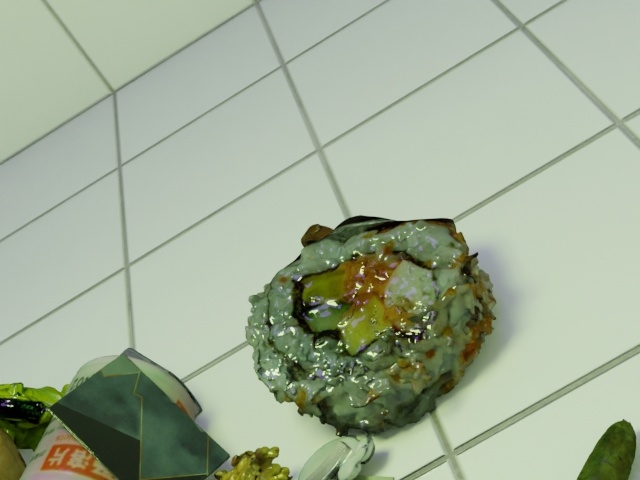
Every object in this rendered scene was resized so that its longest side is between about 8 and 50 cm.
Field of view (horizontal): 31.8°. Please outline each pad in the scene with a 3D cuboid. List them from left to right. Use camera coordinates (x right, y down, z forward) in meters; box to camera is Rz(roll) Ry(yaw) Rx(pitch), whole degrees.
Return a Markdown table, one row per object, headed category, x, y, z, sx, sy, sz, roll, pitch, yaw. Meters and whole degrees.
| category | x | y | z | sx | sy | sz | roll | pitch | yaw |
| --- | --- | --- | --- | --- | --- | --- | --- | --- | --- |
| pad | -0.275 | 0.293 | 1.711 | 0.163 | 0.243 | 0.004 | -38 | -17 | -41 |

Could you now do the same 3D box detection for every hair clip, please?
| category | x | y | z | sx | sy | sz | roll | pitch | yaw |
| --- | --- | --- | --- | --- | --- | --- | --- | --- | --- |
| hair clip | 0.004 | 0.339 | 1.626 | 0.172 | 0.049 | 0.116 | -46 | 27 | -12 |

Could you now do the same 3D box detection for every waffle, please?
| category | x | y | z | sx | sy | sz | roll | pitch | yaw |
| --- | --- | --- | --- | --- | --- | --- | --- | --- | --- |
| waffle | -0.130 | 0.403 | 1.620 | 0.231 | 0.051 | 0.228 | -34 | 29 | 42 |

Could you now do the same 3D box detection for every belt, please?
| category | x | y | z | sx | sy | sz | roll | pitch | yaw |
| --- | --- | --- | --- | --- | --- | --- | --- | --- | --- |
| belt | 0.000 | 0.000 | 2.091 | 0.083 | 0.059 | 0.036 | 3 | 47 | 44 |

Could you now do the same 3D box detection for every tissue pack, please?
| category | x | y | z | sx | sy | sz | roll | pitch | yaw |
| --- | --- | --- | --- | --- | --- | --- | --- | --- | --- |
| tissue pack | -0.285 | 0.253 | 1.965 | 0.051 | 0.112 | 0.156 | -47 | 33 | -17 |

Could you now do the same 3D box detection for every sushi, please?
| category | x | y | z | sx | sy | sz | roll | pitch | yaw |
| --- | --- | --- | --- | --- | --- | --- | --- | --- | --- |
| sushi | 0.079 | 0.123 | 1.744 | 0.417 | 0.176 | 0.417 | -17 | 37 | 14 |

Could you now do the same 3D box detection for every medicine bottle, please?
| category | x | y | z | sx | sy | sz | roll | pitch | yaw |
| --- | --- | --- | --- | --- | --- | --- | --- | --- | --- |
| medicine bottle | -0.355 | 0.386 | 1.749 | 0.219 | 0.219 | 0.388 | -14 | 36 | 31 |

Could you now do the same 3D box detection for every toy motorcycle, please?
| category | x | y | z | sx | sy | sz | roll | pitch | yaw |
| --- | --- | --- | --- | --- | --- | --- | --- | --- | --- |
| toy motorcycle | -0.553 | 0.326 | 2.069 | 0.342 | 0.206 | 0.142 | -17 | 53 | 51 |

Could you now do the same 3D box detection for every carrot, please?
| category | x | y | z | sx | sy | sz | roll | pitch | yaw |
| --- | --- | --- | --- | --- | --- | --- | --- | --- | --- |
| carrot | 0.301 | 0.350 | 1.321 | 0.074 | 0.074 | 0.358 | -3 | 42 | 42 |

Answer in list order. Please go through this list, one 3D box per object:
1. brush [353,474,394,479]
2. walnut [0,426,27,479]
| category | x | y | z | sx | sy | sz | roll | pitch | yaw |
| --- | --- | --- | --- | --- | --- | --- | --- | --- | --- |
| brush | 0.072 | 0.344 | 1.598 | 0.083 | 0.013 | 0.016 | -9 | 37 | 40 |
| walnut | -0.601 | 0.437 | 1.862 | 0.285 | 0.285 | 0.296 | 44 | 119 | 58 |
